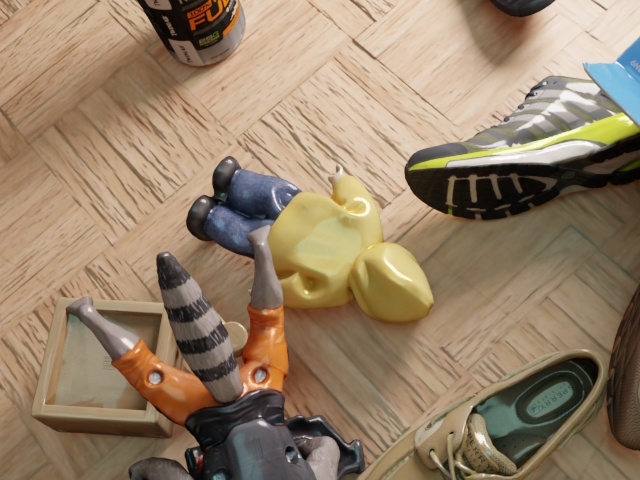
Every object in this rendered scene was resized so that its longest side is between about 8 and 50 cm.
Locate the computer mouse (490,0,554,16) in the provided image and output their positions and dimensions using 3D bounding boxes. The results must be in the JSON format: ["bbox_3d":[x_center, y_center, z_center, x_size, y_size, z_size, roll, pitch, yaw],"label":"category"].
[{"bbox_3d":[0.251,-0.386,0.931,0.184,0.060,0.262,-38,57,9],"label":"computer mouse"}]

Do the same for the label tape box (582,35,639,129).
[{"bbox_3d":[0.443,-0.137,0.686,0.348,0.115,0.249,-18,61,-37],"label":"label tape box"}]

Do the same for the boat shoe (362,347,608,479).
[{"bbox_3d":[0.144,0.202,0.705,0.302,0.098,0.109,-34,67,-4],"label":"boat shoe"}]

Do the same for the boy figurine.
[{"bbox_3d":[0.000,0.000,0.815,0.285,0.092,0.177,24,75,17],"label":"boy figurine"}]

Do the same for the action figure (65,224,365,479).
[{"bbox_3d":[-0.118,0.187,0.654,0.341,0.178,0.330,-21,85,-20],"label":"action figure"}]

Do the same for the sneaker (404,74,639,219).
[{"bbox_3d":[0.237,-0.110,0.819,0.300,0.111,0.121,-12,57,0],"label":"sneaker"}]

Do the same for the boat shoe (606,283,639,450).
[{"bbox_3d":[0.381,0.042,0.709,0.130,0.132,0.355,22,75,15],"label":"boat shoe"}]

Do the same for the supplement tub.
[{"bbox_3d":[-0.168,-0.312,0.911,0.117,0.190,0.117,-4,69,9],"label":"supplement tub"}]

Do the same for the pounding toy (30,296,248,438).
[{"bbox_3d":[-0.178,0.116,0.806,0.206,0.094,0.181,3,65,2],"label":"pounding toy"}]
